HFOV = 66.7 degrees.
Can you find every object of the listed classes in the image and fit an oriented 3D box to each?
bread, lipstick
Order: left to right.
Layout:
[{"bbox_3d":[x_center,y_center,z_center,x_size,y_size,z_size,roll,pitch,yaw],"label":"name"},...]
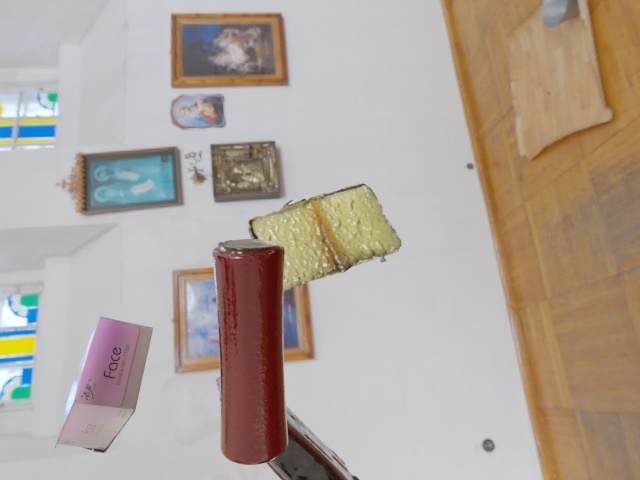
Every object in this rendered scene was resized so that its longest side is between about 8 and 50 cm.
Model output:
[{"bbox_3d":[-0.075,0.121,0.534,0.080,0.080,0.242,-124,34,-77],"label":"lipstick"},{"bbox_3d":[0.000,0.000,0.943,0.142,0.265,0.178,120,132,-70],"label":"bread"}]

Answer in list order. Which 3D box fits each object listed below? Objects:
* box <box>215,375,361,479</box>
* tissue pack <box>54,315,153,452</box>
[{"bbox_3d":[-0.042,0.364,0.841,0.359,0.091,0.350,46,164,-3],"label":"box"},{"bbox_3d":[-0.371,0.250,0.828,0.246,0.092,0.149,-49,31,43],"label":"tissue pack"}]
